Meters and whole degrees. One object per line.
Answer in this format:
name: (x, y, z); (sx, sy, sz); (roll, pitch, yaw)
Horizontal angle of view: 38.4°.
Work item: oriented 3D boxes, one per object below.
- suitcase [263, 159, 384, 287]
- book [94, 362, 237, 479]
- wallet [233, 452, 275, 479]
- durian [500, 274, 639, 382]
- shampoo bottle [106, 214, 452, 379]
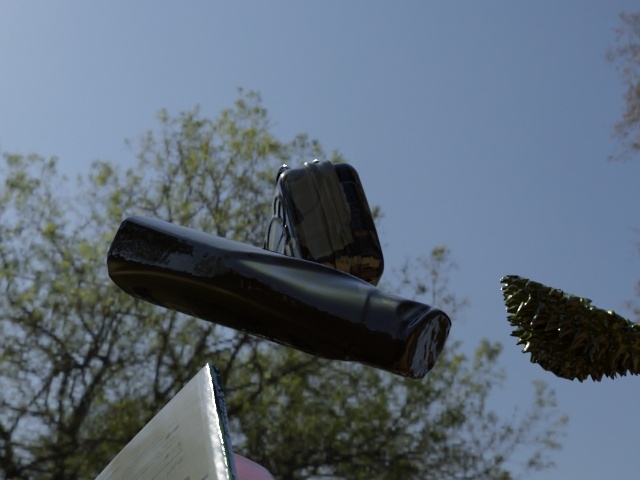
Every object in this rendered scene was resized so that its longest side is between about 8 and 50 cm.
suitcase: (0.000, 0.000, 1.798); (0.194, 0.339, 0.351); (-8, -27, -15)
book: (-0.149, 0.227, 0.763); (0.025, 0.283, 0.215); (42, -86, -15)
wallet: (-0.131, 0.427, 1.611); (0.142, 0.045, 0.204); (25, -3, -16)
durian: (0.277, 0.106, 0.997); (0.220, 0.095, 0.137); (17, 0, 43)
shampoo bottle: (-0.047, 0.053, 0.864); (0.350, 0.084, 0.125); (14, -15, 35)
